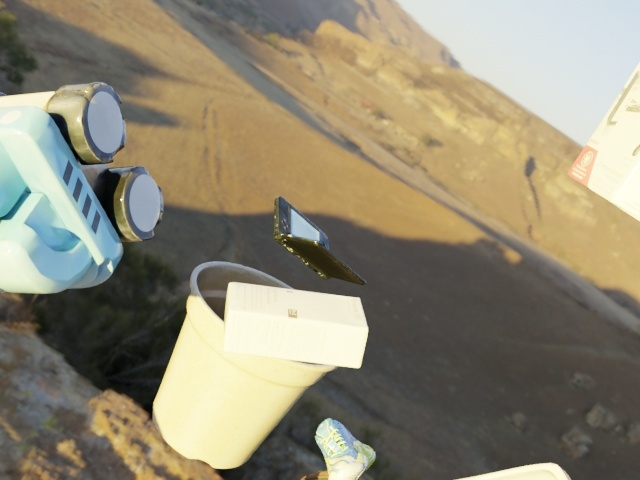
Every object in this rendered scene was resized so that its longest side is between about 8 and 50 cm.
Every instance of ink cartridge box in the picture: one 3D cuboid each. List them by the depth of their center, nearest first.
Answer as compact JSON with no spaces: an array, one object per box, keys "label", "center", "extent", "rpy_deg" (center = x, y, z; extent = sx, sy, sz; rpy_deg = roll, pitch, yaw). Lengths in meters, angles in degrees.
[{"label":"ink cartridge box","center":[0.418,-0.135,1.074],"extent":[0.092,0.218,0.158],"rpy_deg":[29,12,-13]}]

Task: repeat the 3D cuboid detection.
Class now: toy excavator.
[{"label":"toy excavator","center":[-0.416,-0.032,1.049],"extent":[0.433,0.222,0.445],"rpy_deg":[70,27,-42]}]

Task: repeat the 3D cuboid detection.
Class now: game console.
[{"label":"game console","center":[0.000,0.000,1.169],"extent":[0.122,0.071,0.107],"rpy_deg":[41,36,-43]}]

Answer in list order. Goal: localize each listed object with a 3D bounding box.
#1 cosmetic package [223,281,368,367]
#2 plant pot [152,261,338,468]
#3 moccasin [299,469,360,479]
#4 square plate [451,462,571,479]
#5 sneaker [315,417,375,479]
[{"label":"cosmetic package","center":[-0.044,0.139,1.474],"extent":[0.231,0.085,0.117],"rpy_deg":[6,22,-8]},{"label":"plant pot","center":[-0.165,0.260,1.719],"extent":[0.334,0.305,0.334],"rpy_deg":[27,18,-9]},{"label":"moccasin","center":[0.016,0.581,1.921],"extent":[0.147,0.380,0.139],"rpy_deg":[-16,62,-28]},{"label":"square plate","center":[0.226,0.407,0.989],"extent":[0.049,0.347,0.344],"rpy_deg":[-30,91,-38]},{"label":"sneaker","center":[0.028,0.410,1.692],"extent":[0.126,0.091,0.240],"rpy_deg":[41,1,13]}]
